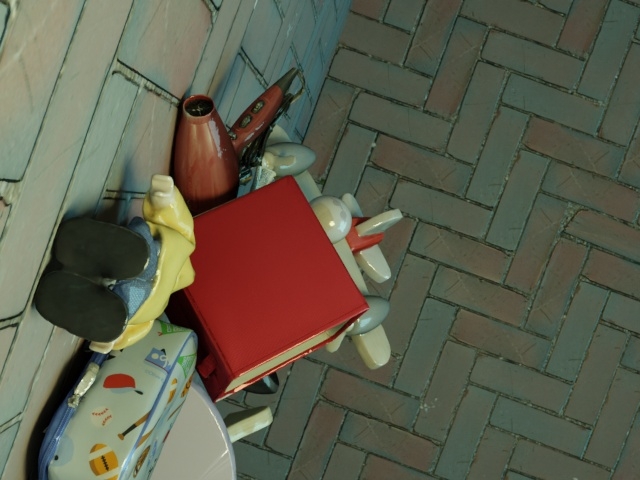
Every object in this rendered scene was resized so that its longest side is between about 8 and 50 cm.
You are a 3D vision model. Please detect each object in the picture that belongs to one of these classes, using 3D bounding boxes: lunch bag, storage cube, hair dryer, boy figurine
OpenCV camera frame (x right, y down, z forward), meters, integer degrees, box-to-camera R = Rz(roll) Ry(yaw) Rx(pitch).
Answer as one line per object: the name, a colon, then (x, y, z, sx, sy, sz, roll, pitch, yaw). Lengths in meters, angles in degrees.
lunch bag: (-0.242, 0.230, 1.074, 0.303, 0.115, 0.243, 110, 3, -47)
storage cube: (-0.084, 0.063, 1.173, 0.215, 0.193, 0.183, -27, 170, -20)
hair dryer: (-0.114, -0.130, 1.189, 0.293, 0.080, 0.223, -4, 110, -76)
boy figurine: (-0.177, 0.019, 0.916, 0.285, 0.092, 0.177, -68, 178, -85)

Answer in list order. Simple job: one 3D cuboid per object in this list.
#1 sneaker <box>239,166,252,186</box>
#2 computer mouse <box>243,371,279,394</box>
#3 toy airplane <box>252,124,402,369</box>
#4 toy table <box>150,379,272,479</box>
sneaker: (-0.135, -0.096, 1.311, 0.178, 0.077, 0.072, -68, 177, -48)
computer mouse: (-0.157, 0.130, 1.473, 0.072, 0.272, 0.188, -29, 179, 2)
toy airplane: (0.000, 0.000, 1.708, 0.272, 0.386, 0.384, -48, -161, 57)
toy table: (-0.204, 0.304, 1.414, 0.161, 0.252, 0.274, -61, 149, -81)
